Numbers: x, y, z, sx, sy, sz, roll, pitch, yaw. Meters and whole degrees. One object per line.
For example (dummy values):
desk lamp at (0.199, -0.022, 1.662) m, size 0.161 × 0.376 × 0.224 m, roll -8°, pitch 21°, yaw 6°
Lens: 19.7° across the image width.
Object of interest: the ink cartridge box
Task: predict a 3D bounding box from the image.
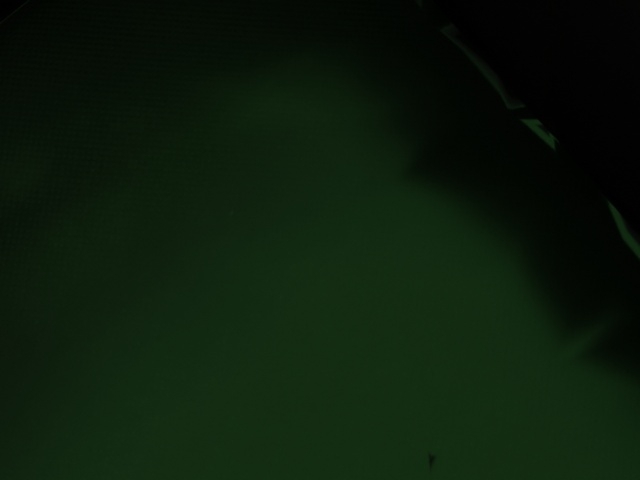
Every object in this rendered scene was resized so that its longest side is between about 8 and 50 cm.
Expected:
ink cartridge box at (0.000, 0.000, 0.593) m, size 0.122 × 0.211 × 0.289 m, roll 29°, pitch 79°, yaw 13°

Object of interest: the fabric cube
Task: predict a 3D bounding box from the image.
fabric cube at (-0.045, 0.015, 0.350) m, size 0.254 × 0.258 × 0.259 m, roll -39°, pitch 75°, yaw -3°
